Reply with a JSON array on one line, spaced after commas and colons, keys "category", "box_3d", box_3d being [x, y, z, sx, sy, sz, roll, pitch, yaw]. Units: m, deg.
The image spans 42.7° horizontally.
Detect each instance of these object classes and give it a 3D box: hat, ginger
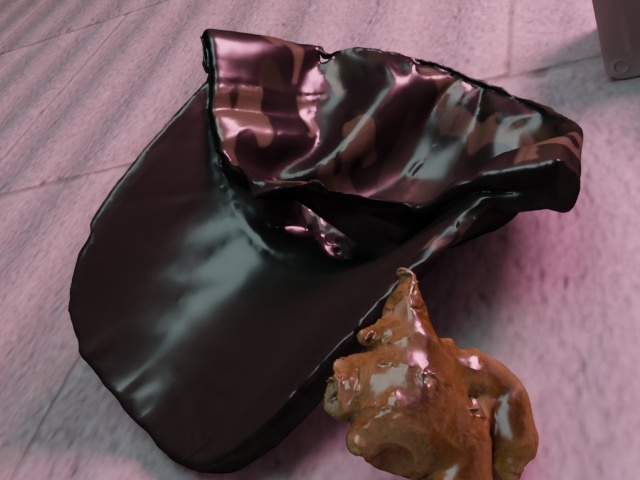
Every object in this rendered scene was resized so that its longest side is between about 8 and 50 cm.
[{"category": "hat", "box_3d": [0.000, 0.000, 0.688, 0.366, 0.257, 0.381, 35, 100, 36]}, {"category": "ginger", "box_3d": [0.053, 0.130, 0.474, 0.214, 0.133, 0.059, -61, 5, -33]}]

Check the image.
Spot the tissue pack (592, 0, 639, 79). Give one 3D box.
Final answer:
[{"category": "tissue pack", "box_3d": [0.383, -0.270, 0.770, 0.246, 0.159, 0.136, -8, 39, 23]}]
